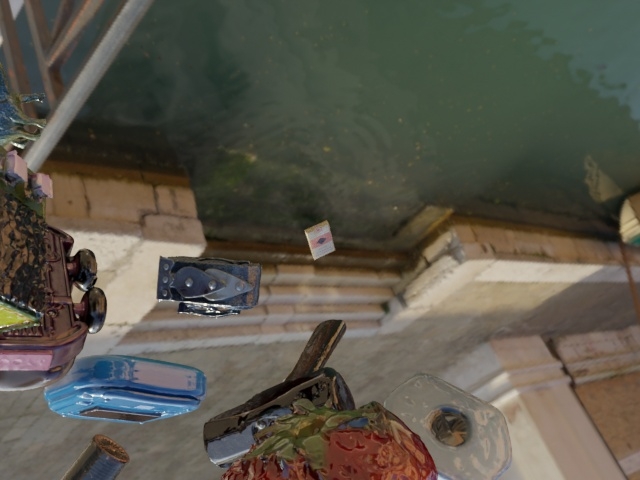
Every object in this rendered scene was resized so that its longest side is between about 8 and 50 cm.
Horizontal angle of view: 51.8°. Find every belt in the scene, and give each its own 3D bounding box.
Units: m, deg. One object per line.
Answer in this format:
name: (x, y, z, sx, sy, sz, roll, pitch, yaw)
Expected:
belt: (-0.229, 0.100, 1.396, 0.218, 0.128, 0.122, 3, 180, 18)

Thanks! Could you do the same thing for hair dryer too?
hair dryer: (-0.219, 0.317, 0.703, 0.173, 0.050, 0.195, -51, 128, -6)

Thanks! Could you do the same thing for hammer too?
hammer: (-0.033, 0.234, 1.173, 0.242, 0.095, 0.409, -24, -169, 20)

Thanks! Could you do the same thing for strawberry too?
strawberry: (0.018, 0.332, 0.752, 0.257, 0.277, 0.257, -18, -178, 1)

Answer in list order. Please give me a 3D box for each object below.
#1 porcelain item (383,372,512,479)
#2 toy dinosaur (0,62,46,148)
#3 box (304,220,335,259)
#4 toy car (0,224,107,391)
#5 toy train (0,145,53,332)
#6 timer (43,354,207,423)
porcelain item: (0.150, 0.391, 1.060, 0.178, 0.242, 0.405, -56, 166, -40)
toy dinosaur: (-0.661, -0.242, 1.373, 0.147, 0.076, 0.363, 6, 115, -41)
box: (0.000, 0.000, 1.236, 0.046, 0.012, 0.083, -24, 142, -7)
toy car: (-0.531, 0.129, 1.123, 0.271, 0.341, 0.240, 8, 123, -31)
toy train: (-0.436, 0.006, 0.800, 0.177, 0.261, 0.134, -11, 157, 6)
timer: (-0.462, 0.361, 1.579, 0.309, 0.115, 0.340, -23, 149, 39)
